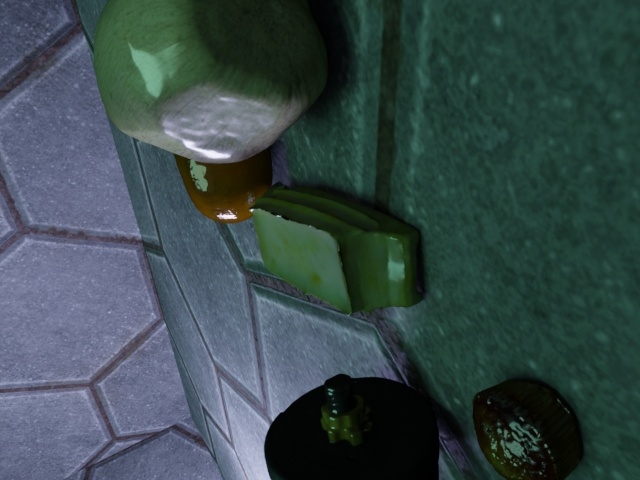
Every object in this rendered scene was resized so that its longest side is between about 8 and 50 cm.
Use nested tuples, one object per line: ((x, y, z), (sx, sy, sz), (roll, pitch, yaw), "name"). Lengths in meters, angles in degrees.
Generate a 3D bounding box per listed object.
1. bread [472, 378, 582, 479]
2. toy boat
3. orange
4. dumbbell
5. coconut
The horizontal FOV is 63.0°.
((0.154, 0.152, 0.406), (0.085, 0.053, 0.085), (45, 146, 42), "bread")
((-0.006, 0.002, 0.581), (0.276, 0.084, 0.111), (28, 136, 54), "toy boat")
((-0.126, -0.101, 0.700), (0.156, 0.124, 0.156), (156, 90, -81), "orange")
((0.057, 0.318, 0.581), (0.185, 0.185, 0.388), (22, 128, 58), "dumbbell")
((-0.106, -0.173, 0.509), (0.224, 0.224, 0.224), (45, 146, 42), "coconut")
